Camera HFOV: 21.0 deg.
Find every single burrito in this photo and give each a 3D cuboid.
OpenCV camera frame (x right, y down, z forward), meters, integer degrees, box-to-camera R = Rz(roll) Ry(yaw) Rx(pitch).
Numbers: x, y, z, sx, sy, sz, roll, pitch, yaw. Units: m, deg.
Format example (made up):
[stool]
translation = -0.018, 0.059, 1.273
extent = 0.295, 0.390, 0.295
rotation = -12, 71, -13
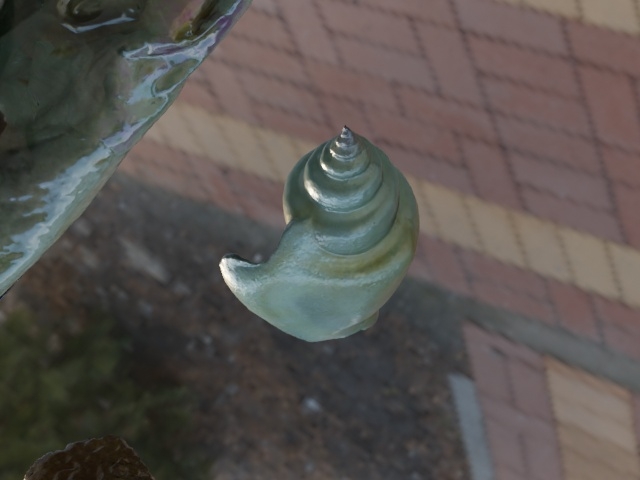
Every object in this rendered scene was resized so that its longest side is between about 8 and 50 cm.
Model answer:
[burrito]
translation = -0.111, -0.078, 0.765
extent = 0.096, 0.066, 0.309
rotation = 42, 115, -1

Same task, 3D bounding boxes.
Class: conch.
[conch]
translation = 0.007, 0.003, 0.778
extent = 0.065, 0.088, 0.180
rotation = 38, 156, 22

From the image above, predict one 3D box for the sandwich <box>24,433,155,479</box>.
[sandwich]
translation = -0.093, 0.299, 1.197
extent = 0.288, 0.100, 0.254
rotation = 36, 146, 47
